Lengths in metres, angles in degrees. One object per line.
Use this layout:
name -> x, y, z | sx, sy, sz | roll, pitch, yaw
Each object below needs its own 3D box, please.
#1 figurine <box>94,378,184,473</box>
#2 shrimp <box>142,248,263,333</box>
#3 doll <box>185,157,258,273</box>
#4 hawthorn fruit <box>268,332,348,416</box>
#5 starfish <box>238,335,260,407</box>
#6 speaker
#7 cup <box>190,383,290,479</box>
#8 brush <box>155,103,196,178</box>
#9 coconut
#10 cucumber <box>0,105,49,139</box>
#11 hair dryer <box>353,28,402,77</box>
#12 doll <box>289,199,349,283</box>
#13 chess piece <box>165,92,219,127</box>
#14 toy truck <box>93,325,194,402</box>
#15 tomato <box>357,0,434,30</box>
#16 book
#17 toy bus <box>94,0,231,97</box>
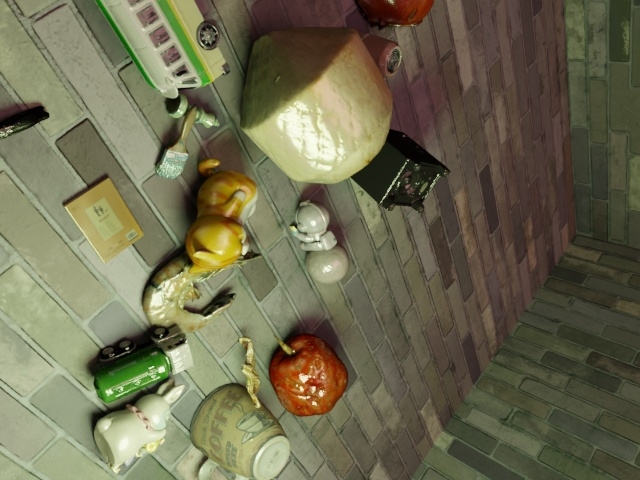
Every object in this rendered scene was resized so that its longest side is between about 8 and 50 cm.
figurine -> -0.453, 0.476, 1.417 | 0.235, 0.127, 0.155 | -26, 104, -41
shrimp -> -0.306, 0.123, 1.473 | 0.360, 0.085, 0.246 | -28, 128, -30
doll -> -0.246, -0.052, 1.370 | 0.166, 0.162, 0.269 | 107, -11, -62
hawthorn fruit -> -0.039, 0.430, 1.742 | 0.258, 0.258, 0.261 | -44, 149, -26
starfish -> -0.201, 0.389, 1.615 | 0.150, 0.053, 0.209 | 60, 15, -64
speaker -> 0.236, -0.235, 1.742 | 0.232, 0.254, 0.184 | 0, 128, -47
cup -> -0.242, 0.612, 1.595 | 0.227, 0.257, 0.301 | 37, 79, -45
brush -> -0.335, -0.237, 1.301 | 0.070, 0.021, 0.196 | 6, 118, -47
coconut -> -0.016, -0.361, 1.398 | 0.415, 0.345, 0.415 | 2, 86, -38
cucumber -> -0.595, -0.228, 1.065 | 0.135, 0.034, 0.033 | -38, 125, -31
hair dryer -> 0.147, -0.462, 1.673 | 0.107, 0.189, 0.344 | -42, 146, -31
doll -> 0.000, 0.000, 1.702 | 0.151, 0.151, 0.287 | -38, 126, -30
chess piece -> -0.302, -0.309, 1.329 | 0.149, 0.059, 0.059 | 14, 95, -52
toy truck -> -0.438, 0.307, 1.347 | 0.243, 0.125, 0.101 | -21, 119, -27
tomato -> 0.254, -0.786, 1.643 | 0.309, 0.170, 0.308 | -21, 121, -41
book -> -0.495, -0.045, 1.255 | 0.118, 0.012, 0.172 | -42, 131, -28
toy bus -> -0.342, -0.458, 1.163 | 0.179, 0.143, 0.305 | -46, 134, -21
